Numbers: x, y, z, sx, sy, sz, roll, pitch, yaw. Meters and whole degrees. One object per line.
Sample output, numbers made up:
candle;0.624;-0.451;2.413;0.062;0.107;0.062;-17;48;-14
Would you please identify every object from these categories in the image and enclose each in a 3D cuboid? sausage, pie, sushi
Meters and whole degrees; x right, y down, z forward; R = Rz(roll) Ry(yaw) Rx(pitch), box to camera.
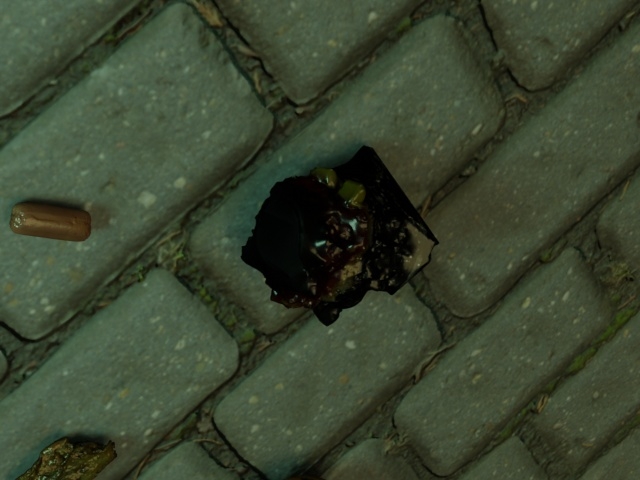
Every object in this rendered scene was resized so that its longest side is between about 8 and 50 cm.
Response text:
sausage;-0.270;-0.018;1.141;0.083;0.034;0.034;7;112;-35
pie;-0.307;0.279;1.293;0.170;0.034;0.092;-45;133;5
sushi;0.000;0.000;1.251;0.172;0.153;0.150;-43;155;22

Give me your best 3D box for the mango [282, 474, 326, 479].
mango;-0.060;0.438;1.487;0.177;0.120;0.295;14;108;-36
